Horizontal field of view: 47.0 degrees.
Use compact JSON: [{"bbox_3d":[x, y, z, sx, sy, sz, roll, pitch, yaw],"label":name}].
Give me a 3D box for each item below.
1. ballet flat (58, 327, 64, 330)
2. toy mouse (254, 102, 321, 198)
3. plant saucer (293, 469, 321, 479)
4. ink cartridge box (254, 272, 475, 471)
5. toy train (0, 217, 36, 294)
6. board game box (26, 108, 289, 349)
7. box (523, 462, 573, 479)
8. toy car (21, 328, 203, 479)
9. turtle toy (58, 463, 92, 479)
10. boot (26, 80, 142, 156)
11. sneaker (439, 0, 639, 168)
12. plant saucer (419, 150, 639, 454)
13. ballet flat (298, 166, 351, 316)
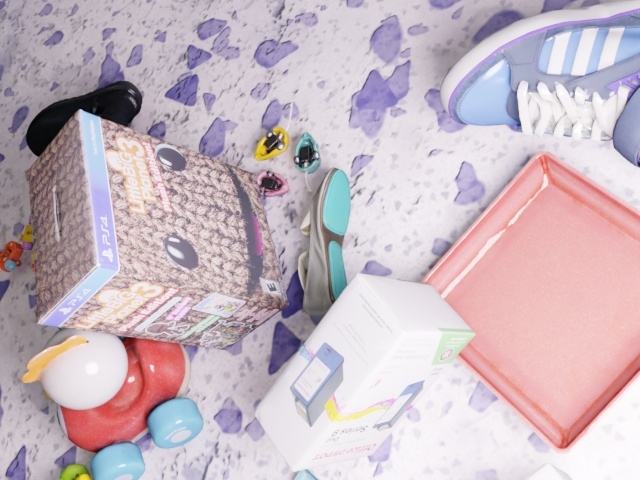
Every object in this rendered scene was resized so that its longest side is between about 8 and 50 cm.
[{"bbox_3d":[-0.350,-0.007,1.171,0.116,0.124,0.342,4,71,31],"label":"ballet flat"},{"bbox_3d":[-0.046,-0.106,1.098,0.161,0.031,0.143,-49,54,3],"label":"toy mouse"},{"bbox_3d":[-0.049,0.376,0.903,0.067,0.018,0.192,33,88,35],"label":"plant saucer"},{"bbox_3d":[0.049,0.149,0.829,0.212,0.154,0.093,-53,55,20],"label":"ink cartridge box"},{"bbox_3d":[-0.502,0.032,1.291,0.166,0.046,0.125,27,85,38],"label":"toy train"},{"bbox_3d":[-0.214,-0.002,0.976,0.141,0.291,0.232,-37,55,31],"label":"board game box"},{"bbox_3d":[0.226,0.290,0.732,0.102,0.101,0.087,-41,55,8],"label":"box"},{"bbox_3d":[-0.316,0.190,0.998,0.210,0.238,0.219,-37,56,11],"label":"toy car"},{"bbox_3d":[-0.342,0.374,1.038,0.095,0.066,0.130,-39,55,10],"label":"turtle toy"},{"bbox_3d":[-0.426,-0.170,1.256,0.246,0.094,0.207,-21,31,15],"label":"boot"},{"bbox_3d":[0.316,-0.146,0.831,0.323,0.130,0.236,-17,54,8],"label":"sneaker"},{"bbox_3d":[0.268,0.063,0.840,0.258,0.048,0.259,-48,56,3],"label":"plant saucer"},{"bbox_3d":[0.000,0.000,1.004,0.068,0.072,0.213,-12,64,30],"label":"ballet flat"}]
